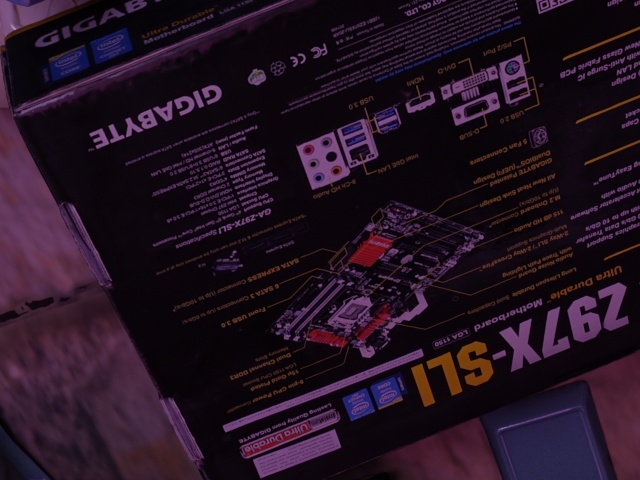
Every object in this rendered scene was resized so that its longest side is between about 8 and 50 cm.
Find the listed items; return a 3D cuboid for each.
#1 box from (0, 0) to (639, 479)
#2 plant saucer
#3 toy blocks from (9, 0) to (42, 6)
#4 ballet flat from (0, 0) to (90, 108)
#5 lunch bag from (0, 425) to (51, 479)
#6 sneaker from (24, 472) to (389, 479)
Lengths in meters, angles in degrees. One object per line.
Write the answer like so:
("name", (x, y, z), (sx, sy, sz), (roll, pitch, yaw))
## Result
("box", (0.053, -0.032, 0.585), (0.322, 0.079, 0.257), (-23, 128, -2))
("plant saucer", (0.157, 0.176, 0.775), (0.067, 0.018, 0.192), (-18, 116, 8))
("toy blocks", (-0.111, -0.216, 0.464), (0.381, 0.191, 0.261), (21, 122, 17))
("ballet flat", (-0.074, -0.121, 0.587), (0.248, 0.086, 0.086), (-12, 116, 0))
("lunch bag", (-0.298, 0.142, 0.676), (0.223, 0.160, 0.262), (-26, 119, 12))
("sneaker", (-0.032, 0.187, 0.704), (0.182, 0.127, 0.315), (-37, 137, 4))
